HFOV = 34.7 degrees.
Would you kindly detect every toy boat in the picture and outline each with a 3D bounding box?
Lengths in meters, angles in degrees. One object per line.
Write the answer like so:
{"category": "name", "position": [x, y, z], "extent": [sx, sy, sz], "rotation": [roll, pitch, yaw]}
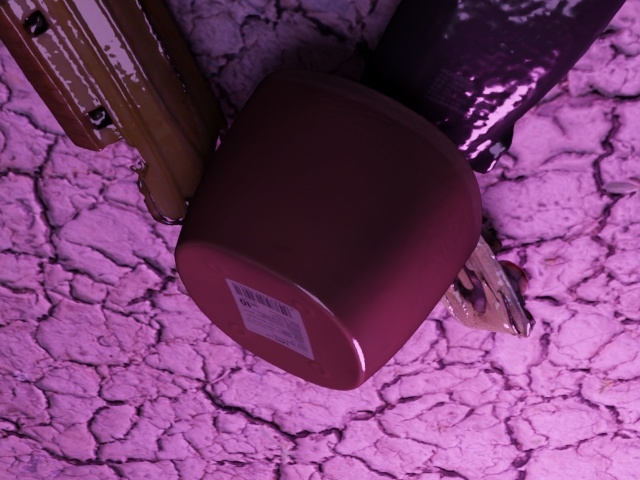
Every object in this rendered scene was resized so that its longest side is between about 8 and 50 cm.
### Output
{"category": "toy boat", "position": [-0.236, -0.215, 1.023], "extent": [0.162, 0.136, 0.445], "rotation": [-17, 126, 13]}

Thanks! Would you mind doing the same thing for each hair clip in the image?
{"category": "hair clip", "position": [0.151, -0.009, 1.217], "extent": [0.138, 0.091, 0.321], "rotation": [5, 144, 50]}

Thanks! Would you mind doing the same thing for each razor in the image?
{"category": "razor", "position": [0.167, -0.209, 1.011], "extent": [0.189, 0.107, 0.327], "rotation": [21, 132, -15]}

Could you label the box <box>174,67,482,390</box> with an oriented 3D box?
{"category": "box", "position": [0.000, 0.000, 1.054], "extent": [0.301, 0.216, 0.301], "rotation": [27, 152, 15]}
